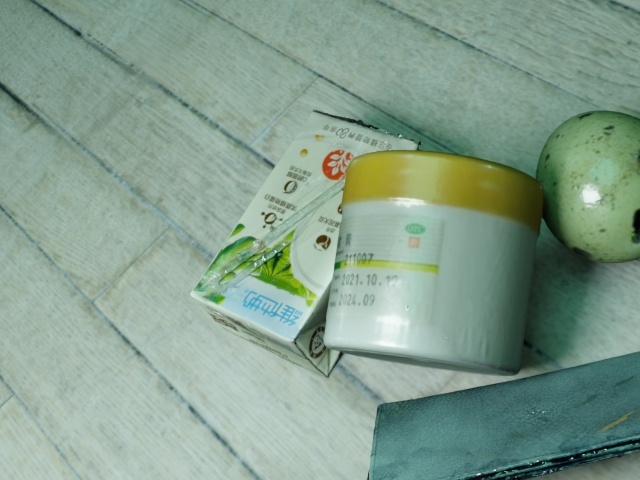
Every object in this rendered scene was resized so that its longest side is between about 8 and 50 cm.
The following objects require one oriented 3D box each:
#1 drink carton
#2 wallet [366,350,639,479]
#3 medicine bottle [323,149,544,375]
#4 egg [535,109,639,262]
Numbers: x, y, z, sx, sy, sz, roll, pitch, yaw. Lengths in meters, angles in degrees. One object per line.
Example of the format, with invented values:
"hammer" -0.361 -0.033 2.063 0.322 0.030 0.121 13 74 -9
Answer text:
"drink carton" 0.000 -0.001 1.449 0.194 0.132 0.325 21 70 36
"wallet" 0.235 0.205 1.180 0.378 0.046 0.191 -15 19 13
"medicine bottle" 0.132 0.032 1.250 0.237 0.238 0.232 5 80 29
"egg" 0.350 -0.074 1.300 0.177 0.177 0.228 -26 35 8
